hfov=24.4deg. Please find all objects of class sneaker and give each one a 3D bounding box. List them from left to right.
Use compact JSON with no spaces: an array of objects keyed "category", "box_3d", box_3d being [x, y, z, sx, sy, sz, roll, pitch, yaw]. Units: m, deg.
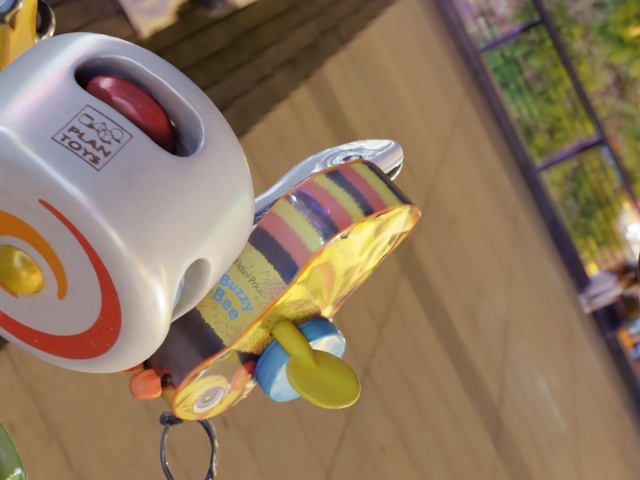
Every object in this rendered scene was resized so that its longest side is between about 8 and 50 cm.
[{"category":"sneaker","box_3d":[0.000,0.000,1.309,0.217,0.079,0.121,-32,119,-37]}]

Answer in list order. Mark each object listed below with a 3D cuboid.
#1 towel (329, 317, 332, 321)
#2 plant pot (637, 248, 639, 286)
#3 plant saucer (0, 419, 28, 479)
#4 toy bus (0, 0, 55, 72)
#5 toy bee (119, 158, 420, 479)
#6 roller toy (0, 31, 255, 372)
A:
[{"category":"towel","box_3d":[-0.066,-0.004,1.619,0.237,0.021,0.102,46,-19,41]},{"category":"plant pot","box_3d":[0.299,0.068,1.003,0.167,0.167,0.165,58,28,-26]},{"category":"plant saucer","box_3d":[-0.348,0.170,1.269,0.241,0.037,0.241,46,11,-12]},{"category":"toy bus","box_3d":[-0.312,-0.089,1.262,0.108,0.130,0.332,51,43,-81]},{"category":"toy bee","box_3d":[-0.057,0.073,1.039,0.195,0.298,0.162,24,10,33]},{"category":"roller toy","box_3d":[-0.153,-0.021,0.928,0.146,0.191,0.209,-51,130,-40]}]
